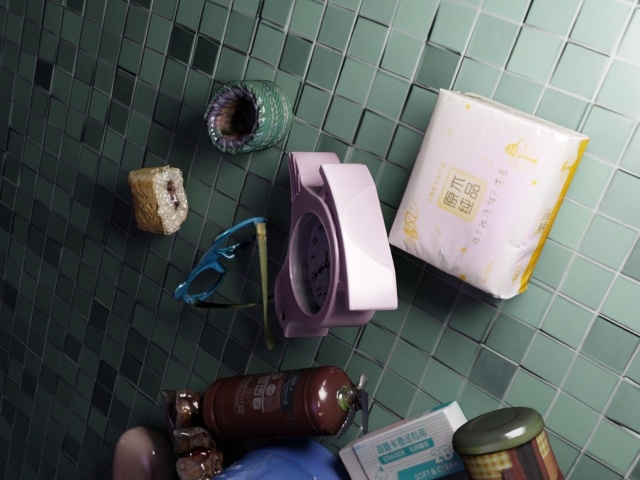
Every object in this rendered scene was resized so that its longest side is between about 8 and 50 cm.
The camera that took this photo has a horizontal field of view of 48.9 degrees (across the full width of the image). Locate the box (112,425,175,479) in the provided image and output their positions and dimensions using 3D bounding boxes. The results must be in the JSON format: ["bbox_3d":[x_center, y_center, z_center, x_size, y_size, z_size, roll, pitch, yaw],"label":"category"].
[{"bbox_3d":[-0.370,0.489,1.472,0.146,0.088,0.200,15,106,33],"label":"box"}]

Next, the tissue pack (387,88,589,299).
[{"bbox_3d":[0.220,-0.064,0.939,0.185,0.124,0.225,30,114,30],"label":"tissue pack"}]

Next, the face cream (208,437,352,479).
[{"bbox_3d":[-0.086,0.487,1.195,0.249,0.225,0.249,6,101,33],"label":"face cream"}]

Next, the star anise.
[{"bbox_3d":[-0.230,0.388,1.326,0.223,0.109,0.236,-114,18,-44],"label":"star anise"}]

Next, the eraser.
[{"bbox_3d":[0.140,0.336,1.114,0.225,0.052,0.095,-33,82,35],"label":"eraser"}]

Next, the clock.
[{"bbox_3d":[0.000,0.000,1.087,0.275,0.080,0.290,138,127,-58],"label":"clock"}]

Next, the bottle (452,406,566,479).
[{"bbox_3d":[0.279,0.378,0.970,0.156,0.143,0.271,-21,87,26],"label":"bottle"}]

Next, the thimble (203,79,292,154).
[{"bbox_3d":[-0.119,-0.203,1.167,0.135,0.090,0.118,-26,83,36],"label":"thimble"}]

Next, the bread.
[{"bbox_3d":[-0.303,-0.081,1.328,0.106,0.082,0.125,12,116,43],"label":"bread"}]

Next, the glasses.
[{"bbox_3d":[-0.127,0.080,1.249,0.207,0.102,0.239,39,121,-9],"label":"glasses"}]

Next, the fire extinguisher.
[{"bbox_3d":[-0.049,0.282,1.187,0.337,0.135,0.114,-15,126,35],"label":"fire extinguisher"}]
